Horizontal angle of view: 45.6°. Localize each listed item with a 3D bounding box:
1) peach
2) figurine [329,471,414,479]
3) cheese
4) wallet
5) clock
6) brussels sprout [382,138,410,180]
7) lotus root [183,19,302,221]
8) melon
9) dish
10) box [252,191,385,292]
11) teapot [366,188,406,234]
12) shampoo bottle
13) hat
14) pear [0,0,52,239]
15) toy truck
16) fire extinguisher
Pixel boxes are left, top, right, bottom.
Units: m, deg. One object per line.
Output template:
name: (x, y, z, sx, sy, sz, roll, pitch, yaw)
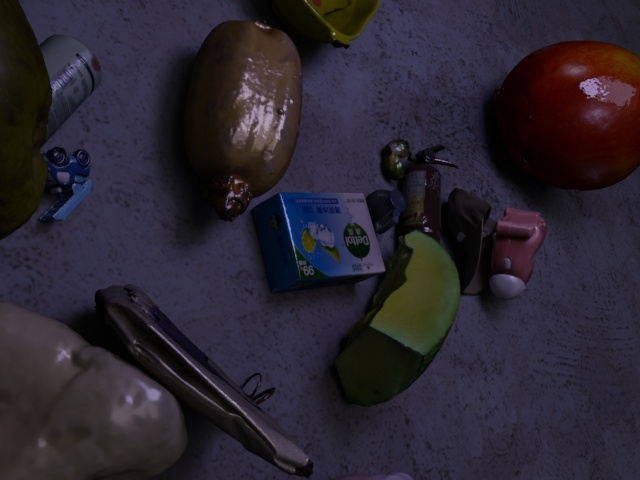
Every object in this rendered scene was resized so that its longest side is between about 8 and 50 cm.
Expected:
peach: (0.567, -0.275, 1.710, 0.370, 0.370, 0.369, 21, 58, -37)
figurine: (0.112, 0.428, 1.013, 0.361, 0.211, 0.253, 27, 55, -35)
cheese: (-0.273, 0.165, 0.752, 0.251, 0.173, 0.247, -24, 60, -7)
wallet: (-0.139, 0.145, 0.860, 0.275, 0.335, 0.068, 39, 80, -17)
clock: (0.392, 0.030, 1.513, 0.166, 0.093, 0.162, -37, 135, -63)
brussels sprout: (0.141, -0.155, 1.433, 0.051, 0.046, 0.083, 24, 56, -11)
lotus root: (-0.115, -0.175, 1.119, 0.169, 0.151, 0.342, 16, 65, -22)
melon: (0.141, 0.106, 1.218, 0.124, 0.196, 0.323, 42, 43, -8)
dish: (-0.013, -0.448, 1.371, 0.221, 0.108, 0.262, 40, 46, -25)
box: (-0.001, 0.000, 1.201, 0.194, 0.073, 0.139, -3, 74, -45)
teapot: (0.119, -0.055, 1.356, 0.066, 0.057, 0.088, 31, 52, -30)
shampoo bottle: (-0.362, -0.142, 0.904, 0.085, 0.085, 0.262, 44, 47, -21)
hat: (0.278, 0.002, 1.490, 0.173, 0.144, 0.166, -57, 155, -2)
pear: (-0.433, -0.150, 0.658, 0.414, 0.352, 0.351, 19, 58, -22)
toy truck: (-0.320, -0.067, 0.938, 0.073, 0.056, 0.090, 2, 83, -53)
fire extinguisher: (0.201, -0.085, 1.440, 0.106, 0.075, 0.252, 29, 52, -33)
